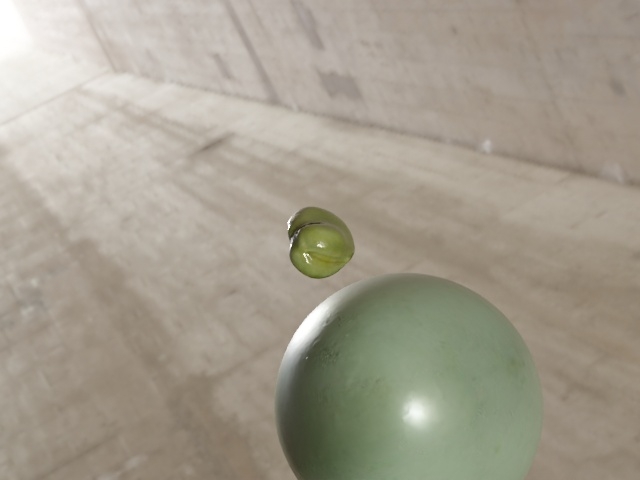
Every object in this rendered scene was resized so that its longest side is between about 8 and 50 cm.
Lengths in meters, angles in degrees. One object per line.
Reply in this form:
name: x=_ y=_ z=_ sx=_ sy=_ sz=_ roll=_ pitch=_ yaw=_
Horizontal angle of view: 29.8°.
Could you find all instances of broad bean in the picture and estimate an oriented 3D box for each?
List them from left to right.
broad bean: x=0.000 y=0.000 z=1.026 sx=0.063 sy=0.045 sz=0.083 roll=27 pitch=24 yaw=-5

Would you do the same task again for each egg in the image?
egg: x=0.093 y=0.173 z=1.262 sx=0.276 sy=0.276 sz=0.389 roll=57 pitch=2 yaw=17
